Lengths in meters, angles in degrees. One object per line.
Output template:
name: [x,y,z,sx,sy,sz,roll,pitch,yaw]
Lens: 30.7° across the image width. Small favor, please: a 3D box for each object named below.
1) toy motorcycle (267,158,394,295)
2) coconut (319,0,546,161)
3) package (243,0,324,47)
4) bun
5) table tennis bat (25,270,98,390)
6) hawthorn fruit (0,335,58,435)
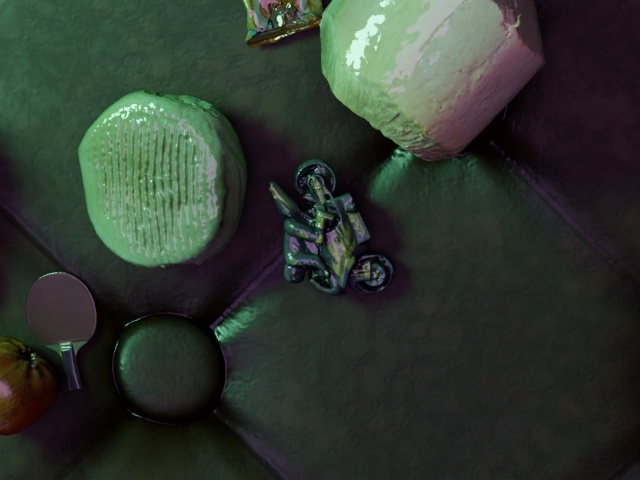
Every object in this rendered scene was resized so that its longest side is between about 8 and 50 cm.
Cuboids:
toy motorcycle: [0.000,0.000,1.432,0.124,0.061,0.193,-32,104,4]
coconut: [0.130,-0.233,1.293,0.239,0.239,0.244,37,104,-2]
package: [-0.049,-0.299,1.393,0.108,0.031,0.121,-12,99,8]
bun: [-0.184,-0.078,1.415,0.221,0.108,0.221,3,103,14]
table tennis bat: [-0.332,0.117,1.515,0.095,0.014,0.158,-8,98,6]
hawthorn fruit: [-0.400,0.187,1.487,0.128,0.128,0.128,1,101,6]
